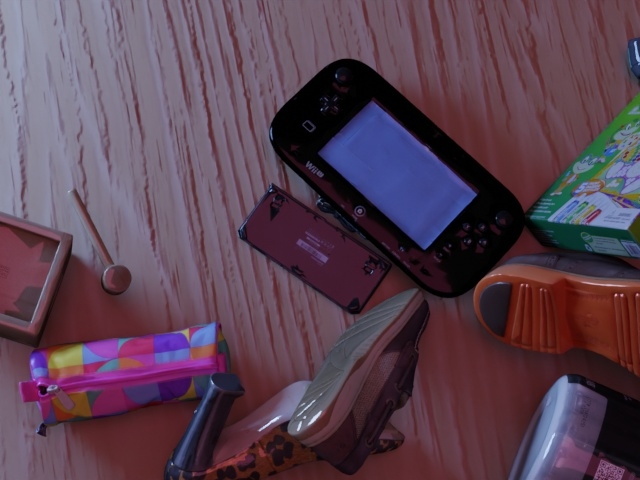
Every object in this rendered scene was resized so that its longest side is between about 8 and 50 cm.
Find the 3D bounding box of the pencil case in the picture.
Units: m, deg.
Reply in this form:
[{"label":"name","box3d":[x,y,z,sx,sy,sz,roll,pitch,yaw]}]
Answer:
[{"label":"pencil case","box3d":[-0.221,0.156,1.485,0.236,0.104,0.104,-10,77,-5]}]

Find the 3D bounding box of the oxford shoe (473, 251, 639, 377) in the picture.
[{"label":"oxford shoe","box3d":[0.361,0.071,1.443,0.364,0.130,0.133,15,34,31]}]

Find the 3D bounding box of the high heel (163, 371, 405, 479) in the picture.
[{"label":"high heel","box3d":[-0.046,0.257,1.499,0.261,0.093,0.186,16,115,-22]}]

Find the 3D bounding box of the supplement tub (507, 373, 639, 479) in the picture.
[{"label":"supplement tub","box3d":[0.377,0.292,1.424,0.316,0.193,0.193,24,77,4]}]

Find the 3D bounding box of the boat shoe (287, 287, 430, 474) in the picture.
[{"label":"boat shoe","box3d":[0.059,0.156,1.451,0.092,0.103,0.285,53,36,-10]}]

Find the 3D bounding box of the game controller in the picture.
[{"label":"game controller","box3d":[0.091,-0.076,1.557,0.319,0.067,0.166,42,65,8]}]

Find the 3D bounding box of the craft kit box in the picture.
[{"label":"craft kit box","box3d":[0.381,-0.087,1.486,0.247,0.250,0.061,-43,105,-12]}]

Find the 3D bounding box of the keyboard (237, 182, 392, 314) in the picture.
[{"label":"keyboard","box3d":[0.000,0.000,1.569,0.180,0.023,0.108,34,84,5]}]

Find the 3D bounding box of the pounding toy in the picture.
[{"label":"pounding toy","box3d":[-0.327,0.030,1.519,0.206,0.094,0.181,19,72,-7]}]

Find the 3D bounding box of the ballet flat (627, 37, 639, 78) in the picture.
[{"label":"ballet flat","box3d":[0.477,-0.269,1.625,0.203,0.074,0.074,-25,79,-5]}]
